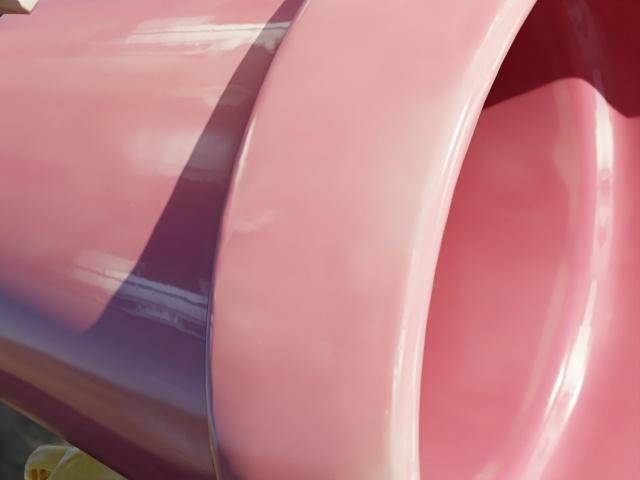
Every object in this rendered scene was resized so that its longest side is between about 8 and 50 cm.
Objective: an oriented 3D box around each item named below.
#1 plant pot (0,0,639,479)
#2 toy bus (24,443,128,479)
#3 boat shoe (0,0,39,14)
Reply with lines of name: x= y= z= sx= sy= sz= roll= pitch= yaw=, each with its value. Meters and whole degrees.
plant pot: x=0.000 y=0.000 z=0.463 sx=0.180 sy=0.201 sz=0.201 roll=11 pitch=48 yaw=33
toy bus: x=-0.036 y=0.166 z=0.624 sx=0.149 sy=0.220 sz=0.211 roll=-5 pitch=40 yaw=43
boat shoe: x=-0.086 y=-0.214 z=0.368 sx=0.127 sy=0.158 sz=0.340 roll=11 pitch=79 yaw=31
